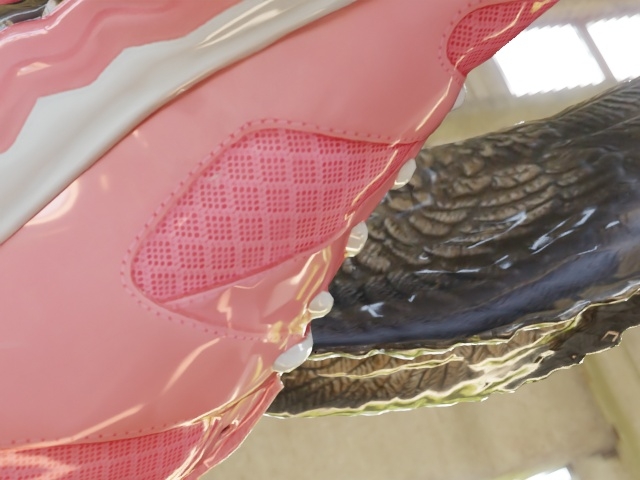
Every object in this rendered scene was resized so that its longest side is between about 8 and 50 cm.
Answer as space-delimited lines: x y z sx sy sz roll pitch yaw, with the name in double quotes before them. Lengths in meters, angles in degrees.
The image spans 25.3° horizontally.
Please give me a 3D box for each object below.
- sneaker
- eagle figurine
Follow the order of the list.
"sneaker" -0.038 -0.014 0.356 0.314 0.116 0.136 -32 -56 -10
"eagle figurine" 0.003 -0.010 0.528 0.298 0.226 0.225 22 -55 6
